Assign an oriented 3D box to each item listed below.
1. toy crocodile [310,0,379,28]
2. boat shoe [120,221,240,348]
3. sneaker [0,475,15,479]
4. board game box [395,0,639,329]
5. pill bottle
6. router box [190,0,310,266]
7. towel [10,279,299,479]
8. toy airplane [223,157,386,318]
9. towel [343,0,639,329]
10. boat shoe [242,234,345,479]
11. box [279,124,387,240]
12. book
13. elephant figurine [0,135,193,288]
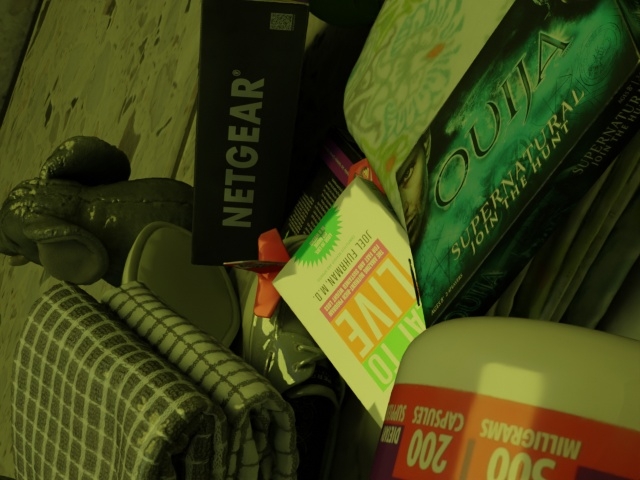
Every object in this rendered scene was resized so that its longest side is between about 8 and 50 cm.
[{"bbox_3d":[0.084,-0.315,1.060,0.340,0.105,0.115,-54,27,25],"label":"toy crocodile"},{"bbox_3d":[-0.136,0.116,1.173,0.099,0.116,0.319,-50,35,33],"label":"boat shoe"},{"bbox_3d":[-0.356,0.356,1.467,0.111,0.121,0.300,-64,23,15],"label":"sneaker"},{"bbox_3d":[0.099,-0.055,0.676,0.186,0.026,0.126,-56,28,36],"label":"board game box"},{"bbox_3d":[0.083,0.202,0.521,0.181,0.182,0.322,-8,65,65],"label":"pill bottle"},{"bbox_3d":[-0.060,-0.164,1.124,0.308,0.081,0.242,99,173,-51],"label":"router box"},{"bbox_3d":[-0.134,0.194,0.944,0.235,0.121,0.283,27,114,51],"label":"towel"},{"bbox_3d":[0.008,0.018,0.937,0.151,0.028,0.151,-7,64,15],"label":"toy airplane"},{"bbox_3d":[0.133,-0.143,0.807,0.320,0.090,0.374,-60,24,21],"label":"towel"},{"bbox_3d":[-0.012,0.107,0.962,0.081,0.079,0.227,-4,74,59],"label":"boat shoe"},{"bbox_3d":[0.000,0.000,1.070,0.162,0.029,0.116,-63,23,14],"label":"box"},{"bbox_3d":[0.041,0.041,0.860,0.096,0.035,0.144,-53,54,18],"label":"book"},{"bbox_3d":[-0.243,-0.016,1.356,0.186,0.239,0.169,-65,23,13],"label":"elephant figurine"}]
